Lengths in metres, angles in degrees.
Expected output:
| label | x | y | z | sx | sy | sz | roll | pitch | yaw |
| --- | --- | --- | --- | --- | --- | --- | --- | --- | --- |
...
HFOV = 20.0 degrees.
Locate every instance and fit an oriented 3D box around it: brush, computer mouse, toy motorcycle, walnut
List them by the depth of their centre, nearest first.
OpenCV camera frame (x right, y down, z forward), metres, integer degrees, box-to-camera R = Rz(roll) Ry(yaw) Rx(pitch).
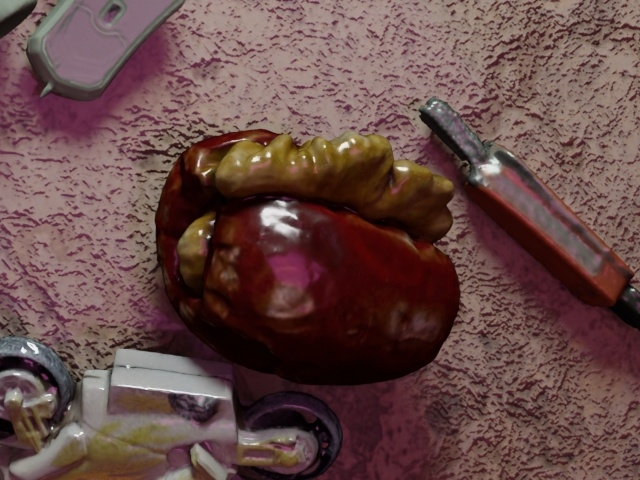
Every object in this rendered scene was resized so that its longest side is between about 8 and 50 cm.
| label | x | y | z | sx | sy | sz | roll | pitch | yaw |
| --- | --- | --- | --- | --- | --- | --- | --- | --- | --- |
| walnut | 0.000 | 0.000 | 1.612 | 0.269 | 0.222 | 0.244 | 8 | 121 | -32 |
| computer mouse | -0.191 | -0.197 | 1.621 | 0.089 | 0.056 | 0.182 | 39 | 91 | -11 |
| toy motorcycle | -0.156 | 0.201 | 1.624 | 0.340 | 0.108 | 0.223 | 9 | 118 | -6 |
| brush | 0.208 | -0.018 | 1.745 | 0.323 | 0.070 | 0.051 | 44 | 82 | -12 |

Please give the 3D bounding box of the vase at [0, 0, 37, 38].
| label | x | y | z | sx | sy | sz | roll | pitch | yaw |
| --- | --- | --- | --- | --- | --- | --- | --- | --- | --- |
| vase | -0.349 | -0.273 | 1.538 | 0.128 | 0.128 | 0.248 | -37 | 93 | -9 |
